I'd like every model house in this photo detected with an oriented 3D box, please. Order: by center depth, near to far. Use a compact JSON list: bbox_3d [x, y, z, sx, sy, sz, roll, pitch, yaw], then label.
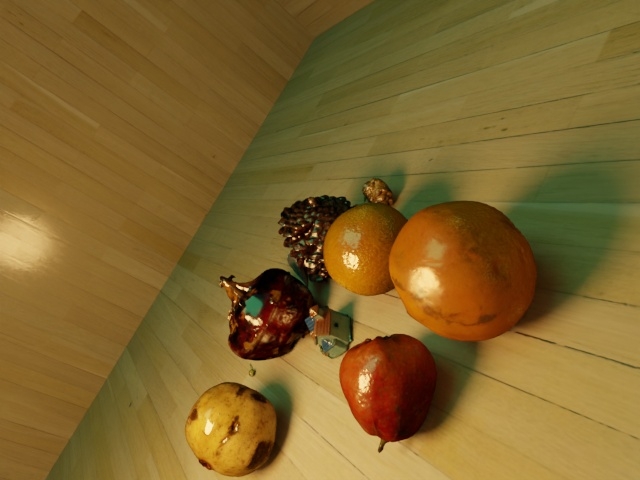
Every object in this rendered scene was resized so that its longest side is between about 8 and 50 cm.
[{"bbox_3d":[0.006,0.266,1.419,0.119,0.149,0.148,-37,31,34],"label":"model house"}]

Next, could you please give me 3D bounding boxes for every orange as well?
[{"bbox_3d":[0.304,0.064,1.005,0.312,0.312,0.312,-38,32,30],"label":"orange"},{"bbox_3d":[0.142,0.024,1.343,0.274,0.274,0.274,-38,32,30],"label":"orange"}]

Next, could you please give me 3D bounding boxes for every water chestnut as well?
[{"bbox_3d":[-0.208,0.238,1.596,0.335,0.347,0.335,-50,19,24],"label":"water chestnut"}]

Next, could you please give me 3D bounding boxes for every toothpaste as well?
[{"bbox_3d":[-0.082,0.090,1.755,0.073,0.113,0.299,-20,12,-5],"label":"toothpaste"}]

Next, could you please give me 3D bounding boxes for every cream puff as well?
[{"bbox_3d":[0.194,-0.157,1.617,0.094,0.116,0.122,-36,0,-2],"label":"cream puff"}]

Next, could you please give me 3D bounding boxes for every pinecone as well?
[{"bbox_3d":[0.016,-0.016,1.574,0.298,0.295,0.242,-27,5,-20],"label":"pinecone"}]

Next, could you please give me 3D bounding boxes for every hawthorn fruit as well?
[{"bbox_3d":[0.155,0.345,1.054,0.224,0.224,0.260,-18,69,50],"label":"hawthorn fruit"}]

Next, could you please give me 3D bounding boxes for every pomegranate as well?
[{"bbox_3d":[-0.266,0.569,1.404,0.281,0.281,0.281,-38,32,30],"label":"pomegranate"}]

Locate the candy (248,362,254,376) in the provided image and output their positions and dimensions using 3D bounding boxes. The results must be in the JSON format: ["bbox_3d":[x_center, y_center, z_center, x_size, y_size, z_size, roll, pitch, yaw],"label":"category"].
[{"bbox_3d":[-0.263,0.487,1.749,0.023,0.025,0.083,-28,17,-7],"label":"candy"}]

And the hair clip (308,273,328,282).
[{"bbox_3d":[0.016,0.084,1.721,0.124,0.052,0.195,-18,35,23],"label":"hair clip"}]

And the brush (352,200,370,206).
[{"bbox_3d":[0.105,-0.078,1.721,0.017,0.090,0.314,-40,12,-30],"label":"brush"}]
